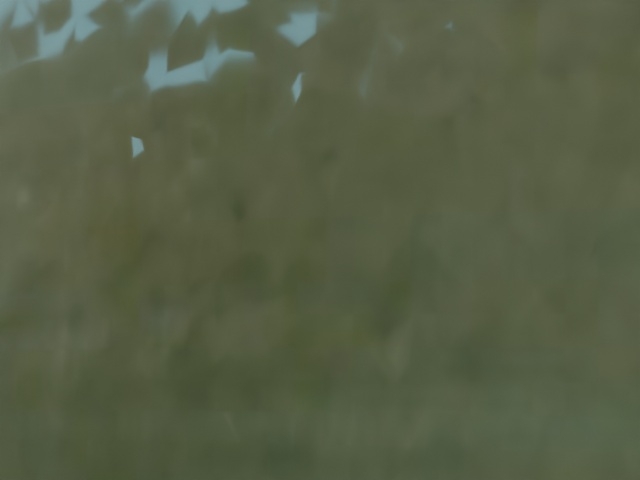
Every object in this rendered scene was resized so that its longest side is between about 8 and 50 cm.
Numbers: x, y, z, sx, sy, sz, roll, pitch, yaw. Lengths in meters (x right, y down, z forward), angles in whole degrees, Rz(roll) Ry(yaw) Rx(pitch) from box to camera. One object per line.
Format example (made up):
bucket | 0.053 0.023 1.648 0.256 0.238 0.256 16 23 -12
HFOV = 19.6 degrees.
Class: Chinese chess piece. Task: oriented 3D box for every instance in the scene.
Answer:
Chinese chess piece | 0.000 0.000 0.495 0.146 0.349 0.349 8 -67 -59
